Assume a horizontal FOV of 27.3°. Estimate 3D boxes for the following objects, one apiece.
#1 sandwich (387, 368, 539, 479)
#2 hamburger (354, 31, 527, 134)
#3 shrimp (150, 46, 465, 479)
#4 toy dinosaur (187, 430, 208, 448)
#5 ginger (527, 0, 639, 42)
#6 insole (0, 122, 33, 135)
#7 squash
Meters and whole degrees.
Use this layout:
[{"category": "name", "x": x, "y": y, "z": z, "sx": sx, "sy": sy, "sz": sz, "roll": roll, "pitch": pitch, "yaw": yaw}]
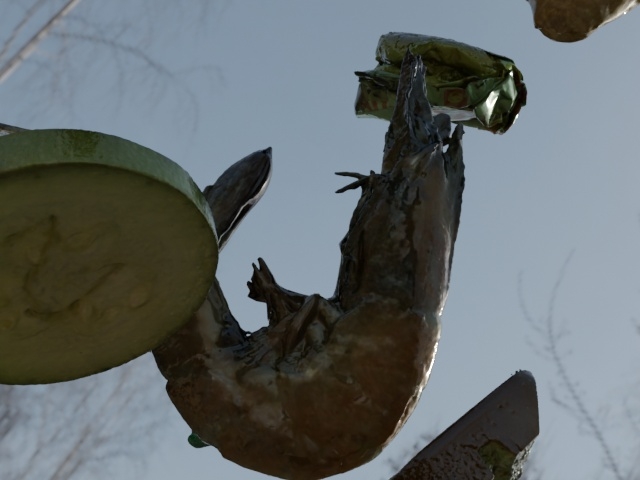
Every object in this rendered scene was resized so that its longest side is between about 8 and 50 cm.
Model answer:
[{"category": "sandwich", "x": 0.170, "y": 0.235, "z": 1.429, "sx": 0.088, "sy": 0.244, "sz": 0.090, "roll": 46, "pitch": -32, "yaw": 19}, {"category": "hamburger", "x": 0.138, "y": -0.209, "z": 1.706, "sx": 0.235, "sy": 0.125, "sz": 0.214, "roll": 15, "pitch": -6, "yaw": -27}, {"category": "shrimp", "x": 0.000, "y": 0.000, "z": 1.212, "sx": 0.272, "sy": 0.445, "sz": 0.085, "roll": 22, "pitch": -22, "yaw": 0}, {"category": "toy dinosaur", "x": -0.098, "y": 0.170, "z": 1.431, "sx": 0.096, "sy": 0.132, "sz": 0.059, "roll": 41, "pitch": -21, "yaw": 46}, {"category": "ginger", "x": 0.318, "y": -0.273, "z": 0.920, "sx": 0.363, "sy": 0.348, "sz": 0.122, "roll": -8, "pitch": -42, "yaw": 14}, {"category": "insole", "x": -0.327, "y": -0.107, "z": 1.158, "sx": 0.081, "sy": 0.011, "sz": 0.248, "roll": 11, "pitch": 0, "yaw": 43}, {"category": "squash", "x": -0.202, "y": 0.021, "z": 1.016, "sx": 0.252, "sy": 0.049, "sz": 0.252, "roll": -9, "pitch": -44, "yaw": -9}]
